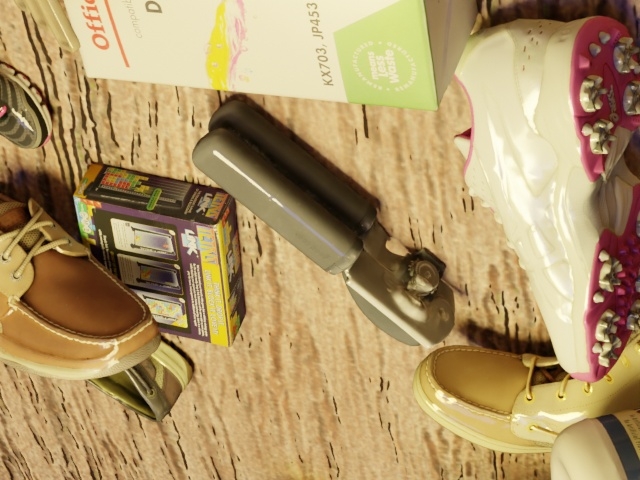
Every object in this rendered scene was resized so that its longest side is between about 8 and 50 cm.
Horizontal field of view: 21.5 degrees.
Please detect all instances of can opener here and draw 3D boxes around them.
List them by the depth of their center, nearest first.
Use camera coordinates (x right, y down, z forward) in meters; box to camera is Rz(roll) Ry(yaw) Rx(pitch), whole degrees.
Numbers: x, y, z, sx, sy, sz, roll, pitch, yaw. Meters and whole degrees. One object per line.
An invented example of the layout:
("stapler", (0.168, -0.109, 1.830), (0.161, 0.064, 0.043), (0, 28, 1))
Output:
("can opener", (0.000, 0.000, 1.447), (0.283, 0.076, 0.095), (39, 137, -15))

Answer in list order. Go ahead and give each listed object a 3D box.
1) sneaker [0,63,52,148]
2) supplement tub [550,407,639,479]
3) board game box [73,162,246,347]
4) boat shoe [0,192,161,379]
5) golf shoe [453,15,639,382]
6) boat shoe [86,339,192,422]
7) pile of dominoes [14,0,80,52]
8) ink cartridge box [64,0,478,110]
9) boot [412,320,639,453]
("sneaker", (-0.309, -0.128, 1.456), (0.063, 0.075, 0.170), (-24, 121, 42))
("supplement tub", (0.364, 0.228, 1.324), (0.324, 0.235, 0.235), (-12, 135, -2))
("board game box", (-0.146, 0.015, 1.557), (0.141, 0.048, 0.170), (11, 138, 12))
("boat shoe", (-0.279, 0.025, 1.532), (0.324, 0.123, 0.116), (23, 133, 32))
("golf shoe", (0.178, -0.034, 1.291), (0.140, 0.115, 0.306), (12, 124, 33))
("boat shoe", (-0.234, 0.104, 1.677), (0.223, 0.073, 0.080), (32, 140, -10))
("pile of dominoes", (-0.241, -0.261, 1.179), (0.251, 0.040, 0.196), (41, 157, 40))
("ink cartridge box", (-0.079, -0.217, 1.209), (0.353, 0.119, 0.207), (7, 137, 20))
("boot", (0.225, 0.108, 1.433), (0.262, 0.095, 0.203), (17, 142, -2))
